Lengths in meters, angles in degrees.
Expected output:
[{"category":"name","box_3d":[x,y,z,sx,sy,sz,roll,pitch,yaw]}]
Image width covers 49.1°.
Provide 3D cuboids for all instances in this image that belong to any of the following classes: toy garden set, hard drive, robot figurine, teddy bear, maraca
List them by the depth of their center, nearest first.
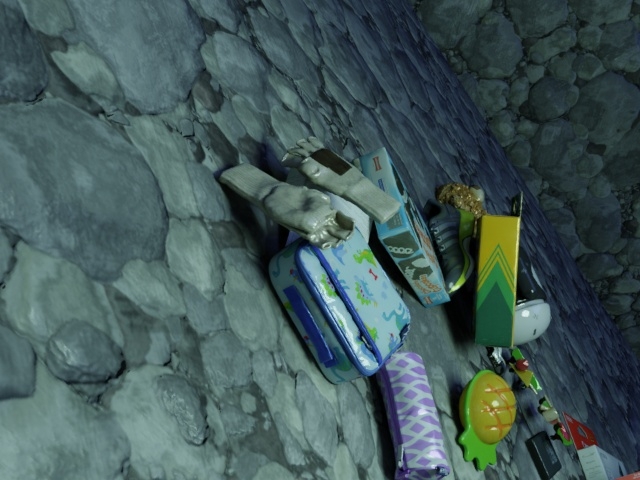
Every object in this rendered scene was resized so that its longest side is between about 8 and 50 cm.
[{"category":"maraca","box_3d":[0.309,0.334,1.317,0.127,0.099,0.185,37,58,-24]},{"category":"hard drive","box_3d":[0.520,0.499,1.630,0.135,0.022,0.094,10,55,-60]},{"category":"toy garden set","box_3d":[0.504,0.372,1.643,0.244,0.049,0.204,62,8,14]},{"category":"robot figurine","box_3d":[0.453,0.119,1.720,0.209,0.173,0.278,16,50,-58]},{"category":"teddy bear","box_3d":[0.454,-0.031,1.962,0.338,0.113,0.245,59,22,-5]}]

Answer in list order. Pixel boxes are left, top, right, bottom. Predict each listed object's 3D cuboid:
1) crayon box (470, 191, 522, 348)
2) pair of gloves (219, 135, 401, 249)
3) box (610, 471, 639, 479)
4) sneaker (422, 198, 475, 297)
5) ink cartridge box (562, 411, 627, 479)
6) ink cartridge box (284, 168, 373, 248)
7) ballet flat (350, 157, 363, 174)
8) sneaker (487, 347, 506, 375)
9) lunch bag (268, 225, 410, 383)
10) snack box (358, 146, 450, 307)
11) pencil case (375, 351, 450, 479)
[{"category":"crayon box","box_3d":[0.380,0.058,1.530,0.203,0.083,0.323,2,92,-80]},{"category":"pair of gloves","box_3d":[-0.006,-0.077,1.038,0.204,0.042,0.240,37,35,21]},{"category":"box","box_3d":[0.812,0.646,1.704,0.142,0.300,0.154,33,36,-44]},{"category":"sneaker","box_3d":[0.271,0.021,1.587,0.121,0.111,0.300,27,39,-11]},{"category":"ink cartridge box","box_3d":[0.799,0.621,1.999,0.275,0.060,0.239,34,37,-45]},{"category":"ink cartridge box","box_3d":[0.000,0.000,1.149,0.181,0.056,0.224,44,48,-34]},{"category":"ballet flat","box_3d":[0.121,-0.133,1.496,0.168,0.057,0.052,28,31,-51]},{"category":"sneaker","box_3d":[0.411,0.279,1.653,0.037,0.032,0.083,12,53,-30]},{"category":"lunch bag","box_3d":[0.031,0.087,1.023,0.176,0.090,0.219,-33,95,-52]},{"category":"snack box","box_3d":[0.169,-0.015,1.373,0.322,0.060,0.187,51,23,-54]},{"category":"pencil case","box_3d":[0.131,0.268,1.060,0.088,0.086,0.206,14,46,-28]}]
